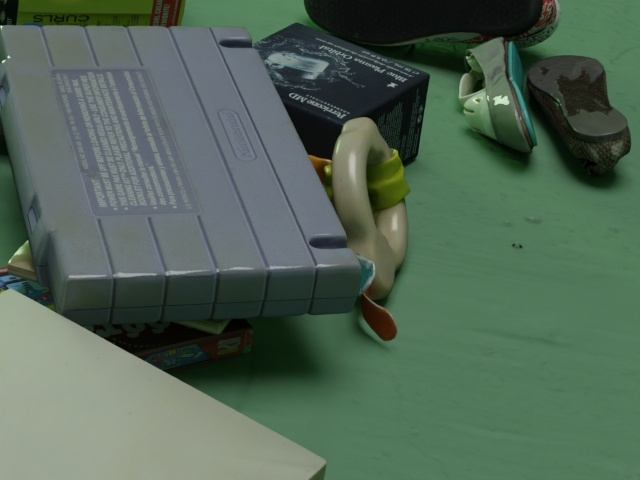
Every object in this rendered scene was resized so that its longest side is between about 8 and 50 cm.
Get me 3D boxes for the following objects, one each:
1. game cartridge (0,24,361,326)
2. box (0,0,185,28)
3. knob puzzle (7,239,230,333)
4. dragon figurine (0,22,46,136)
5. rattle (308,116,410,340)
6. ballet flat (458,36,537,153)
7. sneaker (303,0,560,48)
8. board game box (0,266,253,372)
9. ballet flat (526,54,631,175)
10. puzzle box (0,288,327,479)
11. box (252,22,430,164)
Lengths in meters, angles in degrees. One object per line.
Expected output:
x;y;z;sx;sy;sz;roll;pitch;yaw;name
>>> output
-0.127;-0.061;1.323;0.230;0.068;0.355;-5;38;-15;game cartridge
-0.256;-0.227;1.677;0.232;0.087;0.058;-4;46;-23;box
-0.126;0.008;1.313;0.213;0.030;0.213;6;30;-4;knob puzzle
-0.279;-0.145;1.535;0.144;0.085;0.289;-14;37;-34;dragon figurine
0.000;0.000;1.381;0.143;0.130;0.199;1;56;8;rattle
0.174;-0.137;1.680;0.068;0.072;0.213;-17;27;10;ballet flat
0.127;-0.253;1.843;0.270;0.090;0.145;4;3;24;sneaker
-0.207;0.065;1.252;0.281;0.027;0.145;-12;37;-32;board game box
0.262;-0.128;1.693;0.084;0.058;0.250;-11;26;-1;ballet flat
-0.216;0.185;0.987;0.272;0.052;0.409;27;36;22;puzzle box
-0.006;-0.118;1.555;0.156;0.093;0.158;24;34;24;box
